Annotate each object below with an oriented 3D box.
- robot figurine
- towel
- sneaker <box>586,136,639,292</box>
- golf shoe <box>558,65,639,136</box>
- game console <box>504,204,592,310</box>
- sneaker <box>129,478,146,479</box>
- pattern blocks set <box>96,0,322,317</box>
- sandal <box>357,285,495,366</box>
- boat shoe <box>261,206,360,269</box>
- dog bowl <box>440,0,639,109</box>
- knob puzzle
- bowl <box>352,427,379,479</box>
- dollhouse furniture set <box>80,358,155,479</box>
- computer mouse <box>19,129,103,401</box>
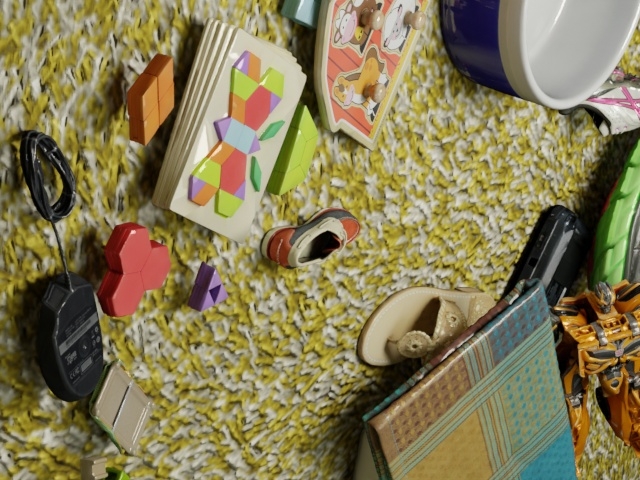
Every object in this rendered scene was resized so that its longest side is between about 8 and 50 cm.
[{"bbox_3d":[0.341,0.162,2.017,0.211,0.085,0.291,-17,138,-9],"label":"robot figurine"},{"bbox_3d":[0.179,0.245,1.897,0.271,0.040,0.370,-38,135,-23],"label":"towel"},{"bbox_3d":[0.478,-0.064,2.103,0.483,0.202,0.185,-63,172,-6],"label":"sneaker"},{"bbox_3d":[0.358,-0.160,1.996,0.186,0.067,0.086,19,97,-26],"label":"golf shoe"},{"bbox_3d":[0.240,0.134,2.050,0.361,0.044,0.213,-63,147,-7],"label":"game console"},{"bbox_3d":[-0.141,0.294,1.582,0.086,0.085,0.237,-75,153,-42],"label":"sneaker"},{"bbox_3d":[-0.079,-0.093,1.471,0.285,0.026,0.325,-3,108,-59],"label":"pattern blocks set"},{"bbox_3d":[0.144,0.099,1.861,0.240,0.079,0.088,-9,114,-52],"label":"sandal"},{"bbox_3d":[0.000,0.000,1.639,0.137,0.043,0.049,-15,118,-52],"label":"boat shoe"},{"bbox_3d":[0.242,-0.278,1.771,0.265,0.104,0.265,-31,131,-43],"label":"dog bowl"},{"bbox_3d":[0.051,-0.190,1.593,0.213,0.030,0.213,-40,140,-45],"label":"knob puzzle"},{"bbox_3d":[0.087,0.249,1.886,0.142,0.053,0.142,-16,121,-49],"label":"bowl"},{"bbox_3d":[-0.206,0.184,1.470,0.076,0.058,0.152,56,42,-43],"label":"dollhouse furniture set"},{"bbox_3d":[-0.219,0.023,1.357,0.071,0.041,0.242,-44,134,-55],"label":"computer mouse"}]
